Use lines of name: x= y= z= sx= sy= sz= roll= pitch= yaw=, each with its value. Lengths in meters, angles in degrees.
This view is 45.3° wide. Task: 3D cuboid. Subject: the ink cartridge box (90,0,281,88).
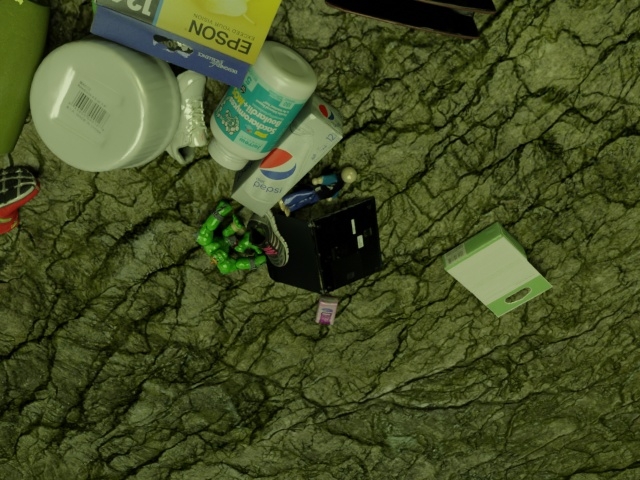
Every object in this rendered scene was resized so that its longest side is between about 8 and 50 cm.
ink cartridge box: x=-0.231 y=-0.431 z=1.353 sx=0.303 sy=0.072 sz=0.307 roll=18 pitch=126 yaw=-15

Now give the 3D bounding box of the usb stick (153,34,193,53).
usb stick: x=-0.263 y=-0.402 z=1.543 sx=0.277 sy=0.045 sz=0.077 roll=-7 pitch=127 yaw=7

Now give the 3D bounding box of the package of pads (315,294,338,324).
package of pads: x=0.016 y=0.183 z=2.028 sx=0.050 sy=0.032 sz=0.083 roll=9 pitch=129 yaw=-3

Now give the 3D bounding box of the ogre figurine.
ogre figurine: x=-0.222 y=0.008 z=1.854 sx=0.118 sy=0.097 sz=0.197 roll=-32 pitch=140 yaw=3

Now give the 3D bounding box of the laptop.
laptop: x=0.000 y=0.000 z=1.891 sx=0.264 sy=0.136 sz=0.234 roll=-22 pitch=131 yaw=-14

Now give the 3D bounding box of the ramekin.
ramekin: x=-0.427 y=-0.266 z=1.505 sx=0.277 sy=0.135 sz=0.277 roll=3 pitch=107 yaw=11

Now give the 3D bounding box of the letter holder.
letter holder: x=0.169 y=-0.459 z=1.378 sx=0.301 sy=0.214 sz=0.152 roll=10 pitch=129 yaw=-8

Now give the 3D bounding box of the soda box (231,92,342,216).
soda box: x=-0.075 y=-0.184 z=1.686 sx=0.091 sy=0.098 sz=0.286 roll=34 pitch=123 yaw=-24

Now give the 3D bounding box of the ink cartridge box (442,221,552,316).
ink cartridge box: x=0.442 y=0.076 z=1.918 sx=0.171 sy=0.056 sz=0.235 roll=-35 pitch=124 yaw=26

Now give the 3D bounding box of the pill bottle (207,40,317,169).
pill bottle: x=-0.132 y=-0.268 z=1.586 sx=0.146 sy=0.146 sz=0.264 roll=26 pitch=125 yaw=-19

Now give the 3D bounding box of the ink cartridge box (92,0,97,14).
ink cartridge box: x=-0.275 y=-0.517 z=1.401 sx=0.278 sy=0.117 sz=0.201 roll=4 pitch=130 yaw=-2

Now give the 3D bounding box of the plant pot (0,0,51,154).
plant pot: x=-0.647 y=-0.361 z=1.467 sx=0.274 sy=0.275 sz=0.294 roll=30 pitch=108 yaw=-22

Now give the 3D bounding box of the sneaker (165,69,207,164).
sneaker: x=-0.269 y=-0.255 z=1.607 sx=0.115 sy=0.090 sz=0.232 roll=47 pitch=139 yaw=19

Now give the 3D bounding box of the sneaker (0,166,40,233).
sneaker: x=-0.748 y=-0.077 z=1.805 sx=0.279 sy=0.107 sz=0.118 roll=-25 pitch=143 yaw=24

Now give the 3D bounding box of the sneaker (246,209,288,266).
sneaker: x=-0.131 y=0.003 z=1.823 sx=0.063 sy=0.075 sz=0.170 roll=5 pitch=131 yaw=33

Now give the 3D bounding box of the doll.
doll: x=-0.004 y=-0.116 z=1.752 sx=0.189 sy=0.046 sz=0.129 roll=-23 pitch=158 yaw=4
